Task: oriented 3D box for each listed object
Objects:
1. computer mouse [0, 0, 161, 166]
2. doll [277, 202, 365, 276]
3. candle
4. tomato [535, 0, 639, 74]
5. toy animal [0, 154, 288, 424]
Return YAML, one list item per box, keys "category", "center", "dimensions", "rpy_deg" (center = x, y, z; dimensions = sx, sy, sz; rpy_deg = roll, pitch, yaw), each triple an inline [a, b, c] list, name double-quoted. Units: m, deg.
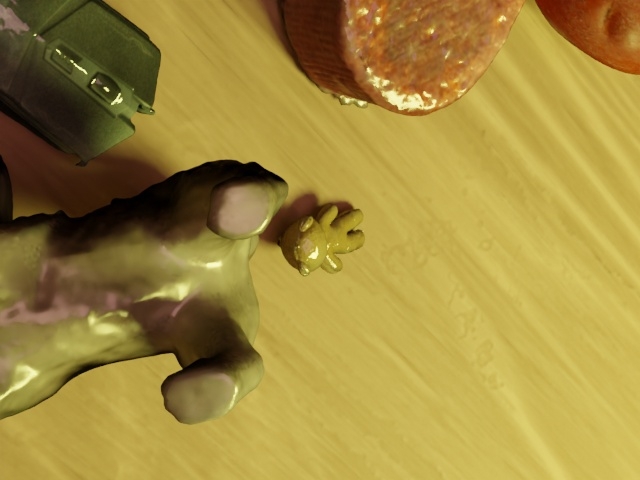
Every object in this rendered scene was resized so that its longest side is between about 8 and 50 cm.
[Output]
- category: "computer mouse"
  center: [-0.209, -0.146, 1.294]
  dimensions: [0.231, 0.071, 0.126]
  rpy_deg: [38, 83, -33]
- category: "doll"
  center: [0.007, 0.001, 1.475]
  dimensions: [0.093, 0.051, 0.061]
  rpy_deg: [-10, 102, -30]
- category: "candle"
  center: [0.086, -0.270, 1.407]
  dimensions: [0.287, 0.131, 0.317]
  rpy_deg: [-29, 117, -25]
- category: "tomato"
  center: [0.285, -0.257, 1.477]
  dimensions: [0.189, 0.232, 0.232]
  rpy_deg: [24, 90, -25]
- category: "toy animal"
  center: [-0.195, 0.037, 1.275]
  dimensions: [0.344, 0.302, 0.194]
  rpy_deg: [-6, 102, -4]
